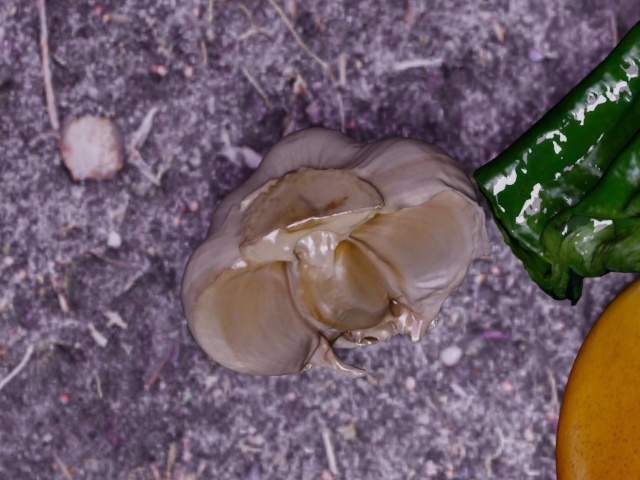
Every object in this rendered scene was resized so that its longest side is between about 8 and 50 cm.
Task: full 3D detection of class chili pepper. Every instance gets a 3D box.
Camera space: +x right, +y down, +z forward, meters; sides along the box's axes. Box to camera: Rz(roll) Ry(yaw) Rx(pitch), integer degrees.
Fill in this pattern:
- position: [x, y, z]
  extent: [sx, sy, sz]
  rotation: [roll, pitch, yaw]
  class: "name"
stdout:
- position: [0.270, -0.091, 1.131]
  extent: [0.385, 0.213, 0.167]
  rotation: [-30, 86, 18]
  class: "chili pepper"

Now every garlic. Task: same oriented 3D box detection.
- position: [0.000, 0.000, 1.268]
  extent: [0.229, 0.178, 0.143]
  rotation: [-29, 50, -2]
  class: "garlic"

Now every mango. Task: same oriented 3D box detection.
- position: [0.242, 0.133, 1.191]
  extent: [0.154, 0.126, 0.252]
  rotation: [2, 82, 37]
  class: "mango"
